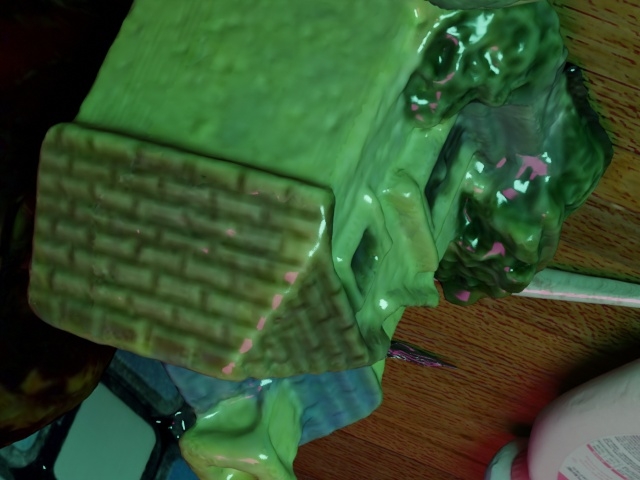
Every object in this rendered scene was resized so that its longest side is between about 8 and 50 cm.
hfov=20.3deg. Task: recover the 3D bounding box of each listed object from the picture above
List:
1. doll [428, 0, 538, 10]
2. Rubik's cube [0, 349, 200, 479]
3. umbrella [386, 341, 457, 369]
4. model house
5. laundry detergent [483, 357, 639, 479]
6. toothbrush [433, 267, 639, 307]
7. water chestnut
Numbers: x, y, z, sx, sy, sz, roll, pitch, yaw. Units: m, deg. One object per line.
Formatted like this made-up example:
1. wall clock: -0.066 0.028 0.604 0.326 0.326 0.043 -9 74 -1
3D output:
1. doll: 0.057 -0.251 0.628 0.247 0.247 0.349 9 152 24
2. Rubik's cube: -0.293 0.174 1.454 0.358 0.363 0.362 -6 136 36
3. umbrella: 0.049 0.084 1.410 0.122 0.013 0.022 20 130 9
4. model house: 0.000 0.000 1.048 0.261 0.266 0.321 14 150 25
5. laundry detergent: 0.232 0.154 1.317 0.159 0.088 0.335 24 154 -16
6. toothbrush: 0.194 0.033 1.204 0.307 0.025 0.029 9 140 24
7. water chestnut: -0.271 -0.032 1.114 0.302 0.350 0.350 9 148 20
